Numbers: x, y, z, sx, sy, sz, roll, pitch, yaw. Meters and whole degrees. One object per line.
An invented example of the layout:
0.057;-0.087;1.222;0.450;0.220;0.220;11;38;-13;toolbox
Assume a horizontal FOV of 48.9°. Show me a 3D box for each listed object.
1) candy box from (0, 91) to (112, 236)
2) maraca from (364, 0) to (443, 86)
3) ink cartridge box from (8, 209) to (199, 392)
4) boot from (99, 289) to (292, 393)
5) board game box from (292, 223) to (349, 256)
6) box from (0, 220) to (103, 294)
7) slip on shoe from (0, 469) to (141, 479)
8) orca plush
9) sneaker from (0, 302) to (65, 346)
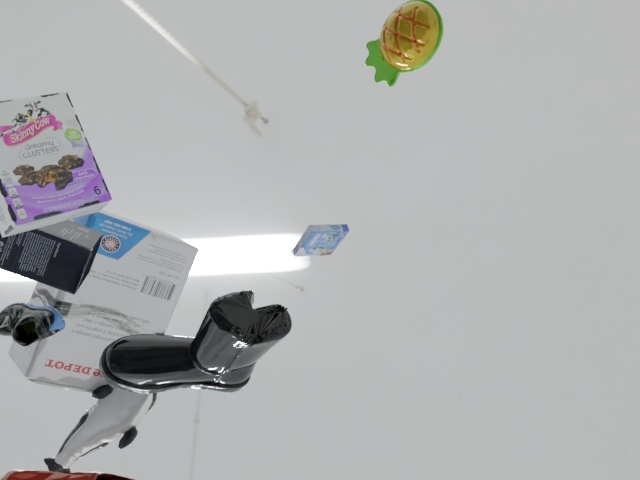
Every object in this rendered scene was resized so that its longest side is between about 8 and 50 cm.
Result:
-0.450;-0.124;1.113;0.070;0.164;0.196;-24;-91;48;candy box
0.159;-0.382;1.361;0.185;0.099;0.127;-37;-109;38;maraca
-0.506;0.142;1.649;0.166;0.285;0.395;20;-92;50;ink cartridge box
-0.186;0.146;1.046;0.207;0.246;0.094;123;-31;-45;boot
0.000;0.000;1.432;0.090;0.090;0.020;-54;-133;45;board game box
-0.494;0.013;1.280;0.158;0.156;0.093;21;-83;-13;box
-0.487;0.515;1.432;0.123;0.331;0.101;-96;-156;-59;slip on shoe
-0.474;0.431;1.594;0.151;0.102;0.287;32;-100;21;orca plush
-0.587;0.166;1.386;0.188;0.078;0.067;-3;-66;33;sneaker
